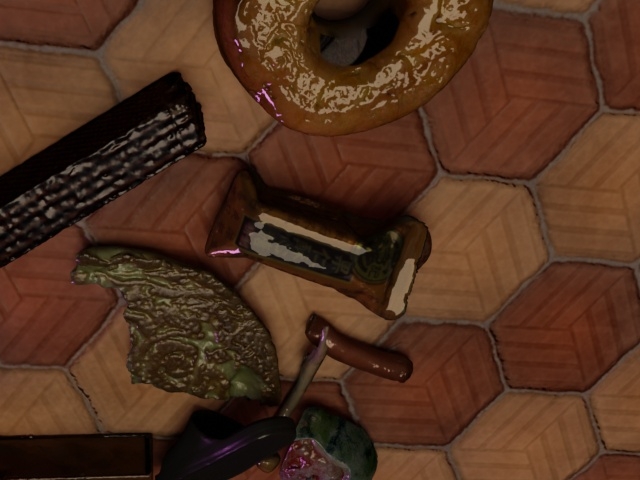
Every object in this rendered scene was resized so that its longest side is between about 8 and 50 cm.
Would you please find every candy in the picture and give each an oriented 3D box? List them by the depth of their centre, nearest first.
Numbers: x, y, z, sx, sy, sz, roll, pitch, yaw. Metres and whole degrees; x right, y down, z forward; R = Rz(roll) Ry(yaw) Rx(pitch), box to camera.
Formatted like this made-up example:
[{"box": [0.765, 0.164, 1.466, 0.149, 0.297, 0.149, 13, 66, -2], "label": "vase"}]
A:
[{"box": [0.000, 0.000, 1.325, 0.271, 0.101, 0.143, 20, 111, -3], "label": "candy"}]

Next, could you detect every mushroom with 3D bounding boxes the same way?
[{"box": [-0.032, 0.215, 1.479, 0.043, 0.068, 0.306, 12, 125, -17], "label": "mushroom"}]

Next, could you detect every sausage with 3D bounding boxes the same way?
[{"box": [0.055, 0.157, 1.481, 0.177, 0.040, 0.047, 25, 113, -20], "label": "sausage"}]

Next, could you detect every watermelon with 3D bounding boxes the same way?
[{"box": [0.004, 0.331, 1.549, 0.139, 0.071, 0.187, -33, 127, 20], "label": "watermelon"}]

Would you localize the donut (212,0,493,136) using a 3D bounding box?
[{"box": [0.036, -0.263, 1.183, 0.299, 0.150, 0.317, 22, 113, -17], "label": "donut"}]

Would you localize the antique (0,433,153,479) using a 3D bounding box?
[{"box": [-0.392, 0.335, 1.473, 0.310, 0.093, 0.087, 1, 118, -10], "label": "antique"}]

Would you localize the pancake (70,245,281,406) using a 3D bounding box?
[{"box": [-0.184, 0.127, 1.420, 0.197, 0.054, 0.376, -37, 116, 10], "label": "pancake"}]

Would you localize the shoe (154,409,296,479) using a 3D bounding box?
[{"box": [-0.137, 0.278, 1.486, 0.241, 0.093, 0.108, -32, 152, 33], "label": "shoe"}]

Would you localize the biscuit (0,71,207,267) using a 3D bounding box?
[{"box": [-0.307, -0.068, 1.254, 0.388, 0.107, 0.073, -31, 120, 7], "label": "biscuit"}]

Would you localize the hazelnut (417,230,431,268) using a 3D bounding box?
[{"box": [0.109, 0.011, 1.386, 0.086, 0.086, 0.086, -4, 119, -7], "label": "hazelnut"}]
